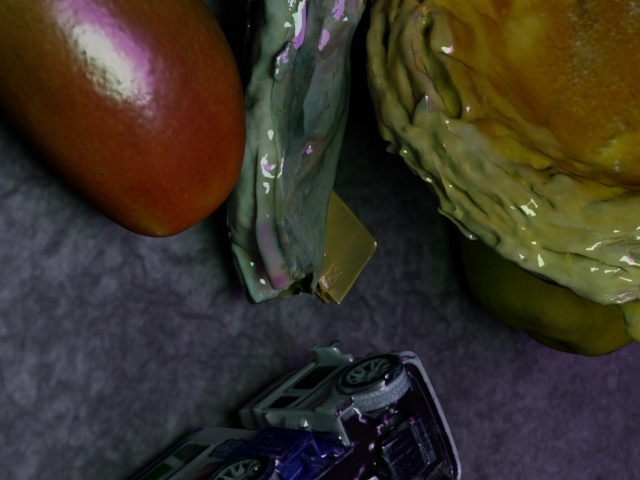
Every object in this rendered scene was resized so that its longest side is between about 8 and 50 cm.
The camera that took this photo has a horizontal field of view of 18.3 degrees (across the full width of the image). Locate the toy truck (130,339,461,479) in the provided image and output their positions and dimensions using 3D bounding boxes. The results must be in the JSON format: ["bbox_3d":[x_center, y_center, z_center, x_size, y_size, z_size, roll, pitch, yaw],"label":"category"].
[{"bbox_3d":[-0.043,0.178,1.315,0.268,0.155,0.124,-36,113,-36],"label":"toy truck"}]

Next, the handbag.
[{"bbox_3d":[0.000,0.000,1.426,0.083,0.027,0.061,49,61,-30],"label":"handbag"}]

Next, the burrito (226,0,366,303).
[{"bbox_3d":[-0.017,-0.101,1.322,0.096,0.066,0.309,-12,114,-52],"label":"burrito"}]

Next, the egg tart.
[{"bbox_3d":[0.216,-0.101,1.345,0.388,0.388,0.169,-53,163,-26],"label":"egg tart"}]

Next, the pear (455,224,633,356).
[{"bbox_3d":[0.197,-0.012,1.488,0.198,0.198,0.198,-1,91,-40],"label":"pear"}]

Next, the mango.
[{"bbox_3d":[-0.150,-0.128,1.239,0.289,0.129,0.146,47,64,-21],"label":"mango"}]
